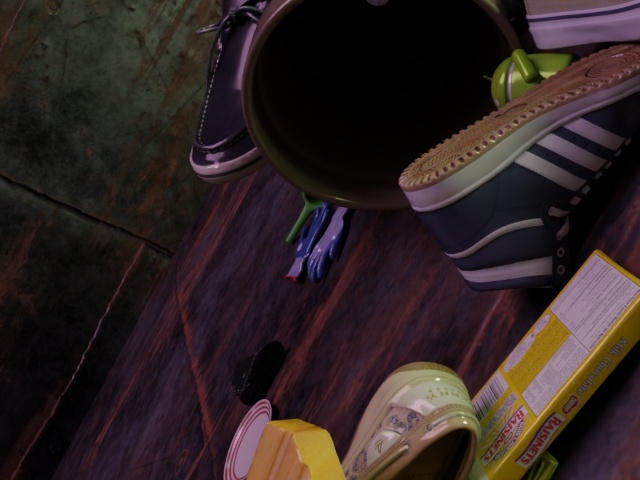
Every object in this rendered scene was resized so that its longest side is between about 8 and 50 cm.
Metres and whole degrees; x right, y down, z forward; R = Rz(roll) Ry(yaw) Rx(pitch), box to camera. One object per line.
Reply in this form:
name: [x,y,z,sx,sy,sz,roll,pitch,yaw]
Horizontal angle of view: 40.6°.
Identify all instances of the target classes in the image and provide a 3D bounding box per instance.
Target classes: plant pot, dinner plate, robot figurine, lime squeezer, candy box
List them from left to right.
dinner plate: [-0.105,0.306,1.296,0.141,0.017,0.141,-55,18,27]
lime squeezer: [0.008,-0.111,1.558,0.310,0.058,0.110,-58,17,17]
plant pot: [0.074,-0.248,1.070,0.323,0.323,0.280,-50,25,36]
robot figurine: [0.230,-0.160,0.899,0.115,0.101,0.067,6,67,34]
candy box: [0.182,0.106,0.691,0.206,0.027,0.105,-53,15,11]

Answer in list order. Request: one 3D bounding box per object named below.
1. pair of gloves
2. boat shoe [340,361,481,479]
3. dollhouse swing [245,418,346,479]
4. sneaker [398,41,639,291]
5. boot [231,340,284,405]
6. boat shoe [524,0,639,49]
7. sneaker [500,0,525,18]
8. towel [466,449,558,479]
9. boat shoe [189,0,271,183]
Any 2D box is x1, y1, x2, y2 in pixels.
pair of gloves: [0.000,0.000,1.464,0.159,0.023,0.198,-64,17,-15]
boat shoe: [0.043,0.237,0.708,0.089,0.104,0.285,-114,43,-68]
dollhouse swing: [-0.115,0.338,0.595,0.347,0.315,0.305,-113,18,-44]
sneaker: [0.226,-0.061,0.783,0.282,0.153,0.099,-30,18,2]
boot: [-0.104,0.208,1.409,0.121,0.045,0.099,-62,13,1]
boat shoe: [0.280,-0.239,0.780,0.109,0.094,0.302,-36,17,-20]
sneaker: [0.249,-0.331,1.070,0.208,0.127,0.319,-47,12,35]
towel: [0.109,0.258,0.720,0.237,0.021,0.102,-60,17,6]
boat shoe: [-0.081,-0.303,1.253,0.186,0.156,0.500,1,58,37]
